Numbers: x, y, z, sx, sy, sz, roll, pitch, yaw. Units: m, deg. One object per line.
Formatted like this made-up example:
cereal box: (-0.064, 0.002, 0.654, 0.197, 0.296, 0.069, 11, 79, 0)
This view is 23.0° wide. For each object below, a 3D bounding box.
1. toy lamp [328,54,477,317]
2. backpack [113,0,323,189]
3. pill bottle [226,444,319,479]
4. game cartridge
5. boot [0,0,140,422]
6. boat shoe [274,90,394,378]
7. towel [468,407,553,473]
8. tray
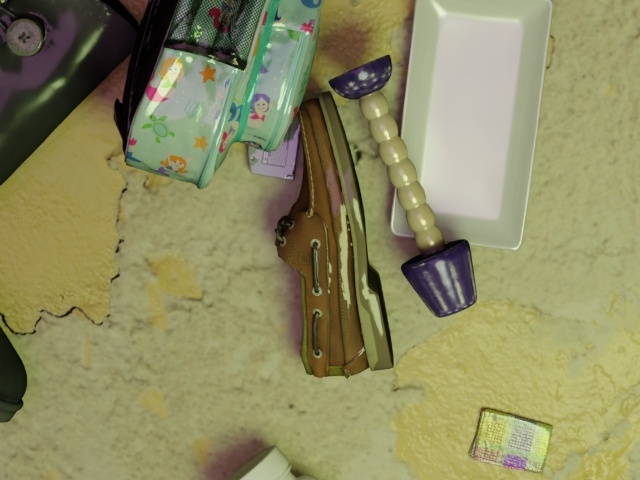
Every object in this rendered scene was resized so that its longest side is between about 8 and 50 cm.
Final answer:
toy lamp: (0.090, -0.053, 1.643, 0.080, 0.080, 0.275, -23, 92, 8)
backpack: (-0.108, -0.177, 1.597, 0.191, 0.225, 0.254, 22, 90, -7)
pill bottle: (-0.024, 0.322, 1.716, 0.112, 0.112, 0.187, -38, 92, 9)
game cartridge: (-0.050, -0.110, 1.710, 0.056, 0.017, 0.083, 10, 98, 1)
boot: (-0.343, -0.076, 1.694, 0.367, 0.146, 0.445, 40, 91, -11)
boat shoe: (0.000, 0.000, 1.671, 0.104, 0.111, 0.307, -10, 96, 6)
towel: (0.210, 0.221, 1.731, 0.083, 0.009, 0.060, 13, 98, 3)
tray: (0.160, -0.131, 1.679, 0.145, 0.030, 0.270, 7, 98, 4)
